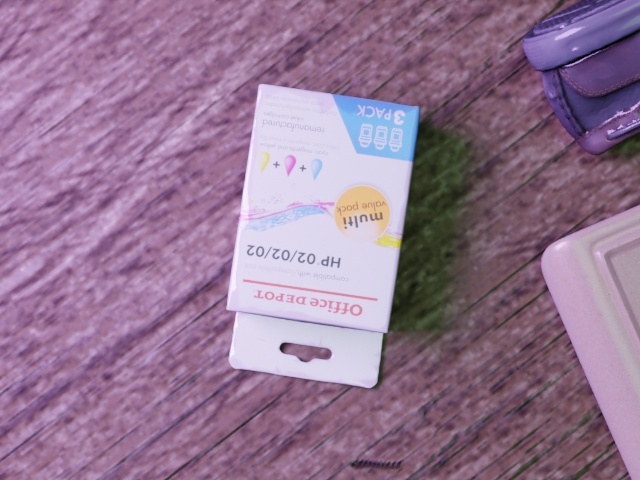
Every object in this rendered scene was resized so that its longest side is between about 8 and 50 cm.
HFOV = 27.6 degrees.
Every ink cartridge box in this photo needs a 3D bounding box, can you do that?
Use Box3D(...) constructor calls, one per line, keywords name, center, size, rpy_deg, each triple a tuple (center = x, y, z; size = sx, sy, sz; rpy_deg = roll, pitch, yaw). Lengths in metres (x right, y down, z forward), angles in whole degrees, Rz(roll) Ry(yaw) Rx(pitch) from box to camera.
Box3D(name="ink cartridge box", center=(0.000, 0.000, 0.832), size=(0.104, 0.061, 0.181), rpy_deg=(8, 88, 2))

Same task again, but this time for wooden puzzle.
Box3D(name="wooden puzzle", center=(0.290, 0.061, 0.839), size=(0.238, 0.044, 0.221), rpy_deg=(-23, 87, 4))

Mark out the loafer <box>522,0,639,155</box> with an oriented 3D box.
Box3D(name="loafer", center=(0.280, -0.144, 0.800), size=(0.302, 0.109, 0.095), rpy_deg=(-20, 104, 21))
